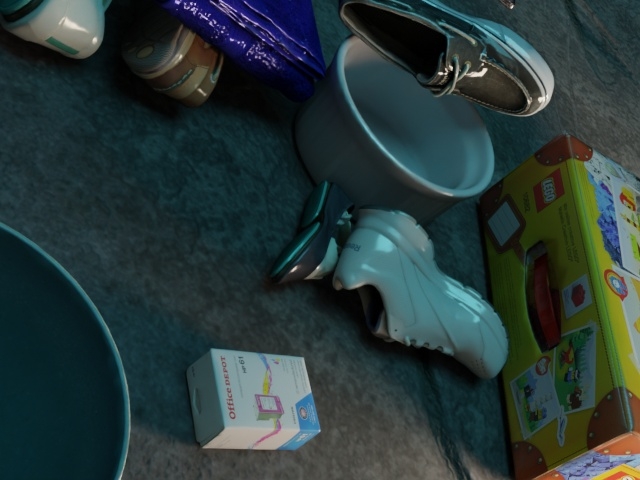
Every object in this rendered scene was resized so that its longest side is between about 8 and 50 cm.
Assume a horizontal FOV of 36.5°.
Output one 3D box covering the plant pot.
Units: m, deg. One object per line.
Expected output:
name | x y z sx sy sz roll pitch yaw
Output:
plant pot | -0.308 0.139 0.680 0.290 0.195 0.290 25 45 -27

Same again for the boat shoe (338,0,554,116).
boat shoe | 0.162 -0.249 1.318 0.335 0.121 0.119 28 49 -8

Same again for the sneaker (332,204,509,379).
sneaker | 0.122 0.088 1.223 0.297 0.111 0.129 44 68 -22

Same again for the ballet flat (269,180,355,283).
ballet flat | 0.000 0.000 1.194 0.074 0.074 0.203 39 37 -11

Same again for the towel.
towel | -0.095 -0.324 1.196 0.308 0.076 0.228 28 51 -56

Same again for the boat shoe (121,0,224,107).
boat shoe | -0.168 -0.291 1.253 0.116 0.123 0.325 50 35 -37

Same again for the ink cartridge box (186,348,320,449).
ink cartridge box | -0.070 0.165 1.001 0.122 0.052 0.089 10 53 -37

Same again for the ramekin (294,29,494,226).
ramekin | 0.097 -0.143 1.350 0.277 0.135 0.277 24 45 -27

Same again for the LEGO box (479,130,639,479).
LEGO box | 0.445 0.145 1.393 0.372 0.193 0.500 26 44 -27

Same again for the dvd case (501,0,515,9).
dvd case | 0.328 -0.598 2.045 0.221 0.018 0.165 34 42 -19

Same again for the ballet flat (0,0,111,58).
ballet flat | -0.308 -0.379 1.191 0.139 0.139 0.400 20 51 -31
